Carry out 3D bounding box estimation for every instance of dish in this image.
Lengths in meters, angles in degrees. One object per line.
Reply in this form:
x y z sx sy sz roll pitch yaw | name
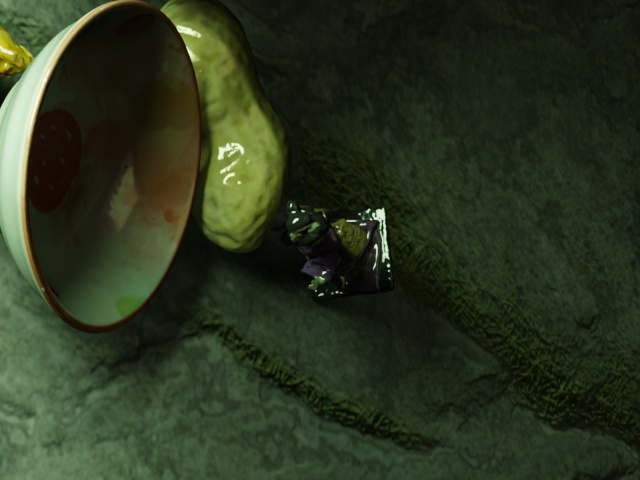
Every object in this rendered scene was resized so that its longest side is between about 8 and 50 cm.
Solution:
-0.190 -0.062 1.318 0.260 0.085 0.260 8 90 -67 | dish

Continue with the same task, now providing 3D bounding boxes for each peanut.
-0.087 -0.102 1.467 0.098 0.103 0.229 -127 -163 -84 | peanut

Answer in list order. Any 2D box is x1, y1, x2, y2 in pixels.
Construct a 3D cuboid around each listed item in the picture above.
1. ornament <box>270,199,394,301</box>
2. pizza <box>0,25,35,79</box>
0.002 0.009 1.487 0.203 0.088 0.081 13 68 -76 | ornament
-0.352 -0.133 1.199 0.365 0.074 0.182 13 60 -44 | pizza
